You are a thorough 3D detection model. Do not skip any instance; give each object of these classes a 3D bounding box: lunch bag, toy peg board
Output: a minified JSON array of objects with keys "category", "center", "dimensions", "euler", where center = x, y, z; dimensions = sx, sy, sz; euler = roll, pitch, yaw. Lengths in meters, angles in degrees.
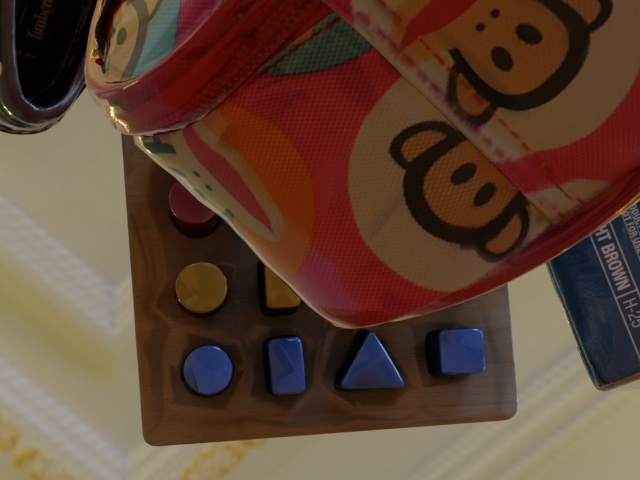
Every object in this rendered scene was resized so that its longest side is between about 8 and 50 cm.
[{"category":"lunch bag","center":[0.074,-0.135,0.484],"dimensions":[0.293,0.258,0.120],"euler":[-41,-69,16]},{"category":"toy peg board","center":[0.000,0.000,0.780],"dimensions":[0.161,0.079,0.161],"euler":[-4,-95,-3]}]

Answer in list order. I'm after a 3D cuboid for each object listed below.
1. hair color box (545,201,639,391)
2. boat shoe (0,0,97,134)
[{"category":"hair color box","center":[0.289,-0.037,0.891],"dimensions":[0.347,0.174,0.105],"euler":[-24,-101,19]},{"category":"boat shoe","center":[-0.098,-0.143,0.777],"dimensions":[0.073,0.073,0.207],"euler":[14,-94,-24]}]
